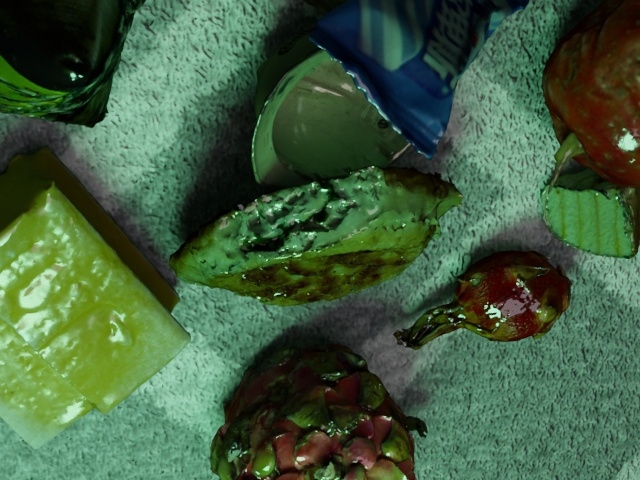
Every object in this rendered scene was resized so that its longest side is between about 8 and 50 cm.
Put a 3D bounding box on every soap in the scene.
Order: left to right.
[{"bbox_3d":[-0.327,0.074,1.591,0.259,0.143,0.281,-37,126,3],"label":"soap"}]

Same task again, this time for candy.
[{"bbox_3d":[0.116,-0.242,1.501,0.187,0.331,0.077,43,135,-9],"label":"candy"}]

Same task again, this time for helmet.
[{"bbox_3d":[-0.006,-0.169,1.575,0.257,0.137,0.204,-9,128,-39],"label":"helmet"}]

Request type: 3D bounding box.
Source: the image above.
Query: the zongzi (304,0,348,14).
[{"bbox_3d":[0.005,-0.314,1.453,0.115,0.256,0.228,-48,121,-3],"label":"zongzi"}]

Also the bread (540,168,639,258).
[{"bbox_3d":[0.374,-0.041,1.785,0.110,0.156,0.103,-19,117,-32],"label":"bread"}]

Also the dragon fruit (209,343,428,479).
[{"bbox_3d":[0.011,0.278,1.720,0.250,0.291,0.269,-42,122,-3],"label":"dragon fruit"}]

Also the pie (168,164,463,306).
[{"bbox_3d":[0.000,0.000,1.614,0.355,0.288,0.103,-15,76,0],"label":"pie"}]

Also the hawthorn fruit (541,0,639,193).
[{"bbox_3d":[0.397,-0.187,1.666,0.262,0.258,0.258,-4,119,12],"label":"hawthorn fruit"}]

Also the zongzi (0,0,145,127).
[{"bbox_3d":[-0.353,-0.247,1.366,0.362,0.383,0.319,11,66,-16],"label":"zongzi"}]

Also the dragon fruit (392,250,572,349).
[{"bbox_3d":[0.210,0.088,1.800,0.246,0.125,0.125,-19,123,-3],"label":"dragon fruit"}]
